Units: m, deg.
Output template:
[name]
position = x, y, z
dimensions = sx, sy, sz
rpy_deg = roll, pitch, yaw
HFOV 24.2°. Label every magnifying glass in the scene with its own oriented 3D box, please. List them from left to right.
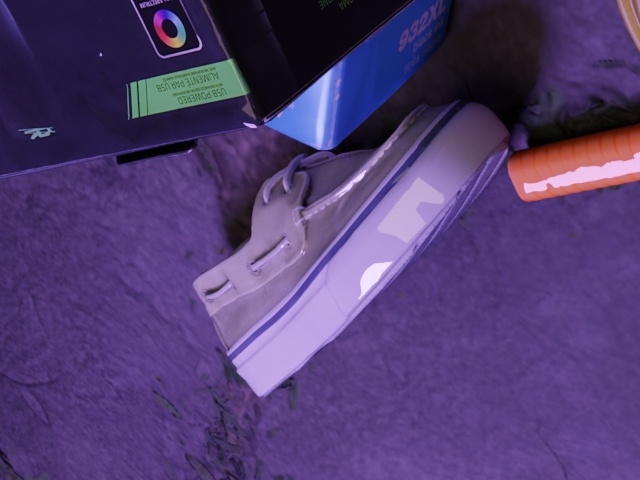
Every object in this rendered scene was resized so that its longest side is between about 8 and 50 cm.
[magnifying glass]
position = 0.190, -0.050, 0.725
dimensions = 0.231, 0.026, 0.092
rpy_deg = -10, 115, 45

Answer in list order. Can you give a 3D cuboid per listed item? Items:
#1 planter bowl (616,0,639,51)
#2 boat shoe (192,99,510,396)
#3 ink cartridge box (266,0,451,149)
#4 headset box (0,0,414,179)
[planter bowl]
position = 0.194, -0.113, 0.601
dimensions = 0.217, 0.090, 0.217
rpy_deg = 19, 124, 31
[boat shoe]
position = 0.000, 0.000, 0.864
dimensions = 0.094, 0.109, 0.302
rpy_deg = 46, 142, 3
[ink cartridge box]
position = -0.042, -0.231, 0.695
dimensions = 0.223, 0.129, 0.307
rpy_deg = 27, 136, 21
[headset box]
position = -0.121, -0.164, 0.615
dimensions = 0.246, 0.131, 0.283
rpy_deg = -6, 118, 43
